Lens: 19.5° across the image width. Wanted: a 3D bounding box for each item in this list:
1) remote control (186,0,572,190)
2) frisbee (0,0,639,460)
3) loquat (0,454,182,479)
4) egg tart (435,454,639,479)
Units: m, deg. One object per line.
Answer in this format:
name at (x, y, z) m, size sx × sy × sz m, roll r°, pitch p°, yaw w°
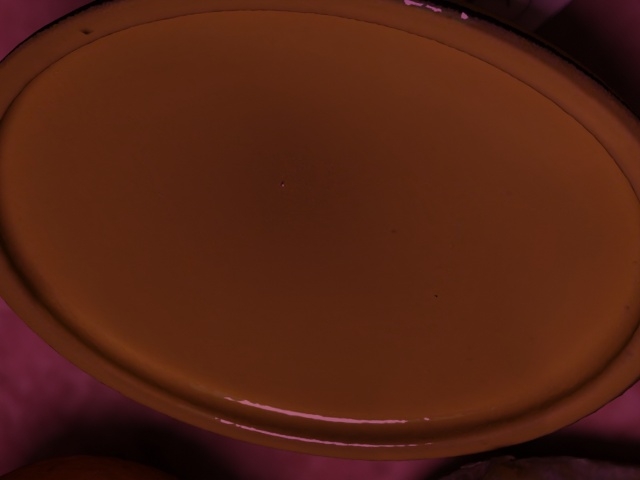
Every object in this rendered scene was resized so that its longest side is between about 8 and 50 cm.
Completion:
remote control at (0.030, -0.084, 0.547) m, size 0.073 × 0.044 × 0.229 m, roll 35°, pitch 124°, yaw -22°
frisbee at (0.000, 0.000, 0.588) m, size 0.236 × 0.017 × 0.236 m, roll 7°, pitch 142°, yaw 6°
loquat at (-0.082, 0.145, 0.682) m, size 0.141 × 0.141 × 0.141 m, roll 8°, pitch 125°, yaw 12°
egg tart at (0.100, 0.158, 0.665) m, size 0.197 × 0.078 × 0.197 m, roll 7°, pitch 123°, yaw 11°
